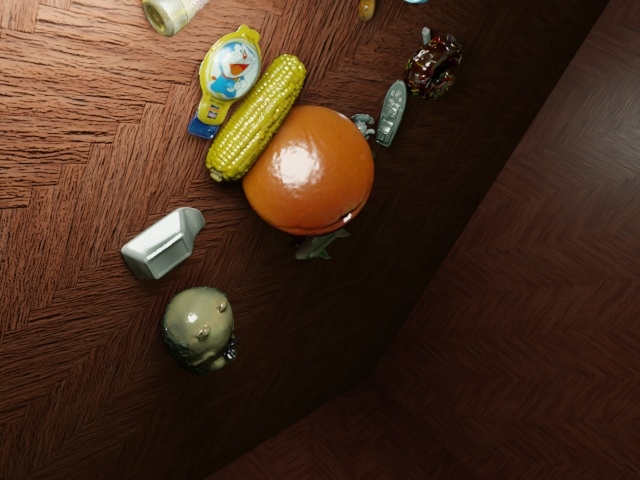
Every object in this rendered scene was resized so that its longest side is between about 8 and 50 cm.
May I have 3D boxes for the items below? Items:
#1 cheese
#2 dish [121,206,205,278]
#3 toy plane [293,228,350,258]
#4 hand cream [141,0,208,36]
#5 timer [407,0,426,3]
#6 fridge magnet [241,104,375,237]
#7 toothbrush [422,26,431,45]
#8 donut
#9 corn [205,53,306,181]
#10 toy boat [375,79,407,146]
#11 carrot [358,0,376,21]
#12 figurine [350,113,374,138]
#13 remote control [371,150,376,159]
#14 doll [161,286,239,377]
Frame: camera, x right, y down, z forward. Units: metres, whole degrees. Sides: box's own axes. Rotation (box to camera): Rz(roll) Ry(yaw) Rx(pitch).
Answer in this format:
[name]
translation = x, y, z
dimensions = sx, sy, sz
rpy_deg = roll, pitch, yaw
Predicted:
[cheese]
translation = -0.218, -0.357, 1.201
dimensions = 0.177, 0.069, 0.270
rpy_deg = 2, 123, -59
[dish]
translation = -0.401, 0.013, 1.410
dimensions = 0.234, 0.064, 0.154
rpy_deg = -41, 152, -21
[toy plane]
translation = -0.003, -0.003, 1.984
dimensions = 0.255, 0.101, 0.251
rpy_deg = -30, 148, -29
[hand cream]
translation = -0.242, -0.475, 1.012
dimensions = 0.203, 0.084, 0.084
rpy_deg = -45, 155, -25
[timer]
translation = 0.175, -0.688, 1.184
dimensions = 0.091, 0.250, 0.231
rpy_deg = -24, 143, -45
[fridge magnet]
translation = -0.034, -0.187, 1.426
dimensions = 0.363, 0.364, 0.155
rpy_deg = -48, 179, -5
[toothbrush]
translation = 0.391, -0.631, 1.860
dimensions = 0.030, 0.025, 0.342
rpy_deg = -48, 154, -1
[donut]
translation = 0.392, -0.582, 1.804
dimensions = 0.216, 0.096, 0.230
rpy_deg = -19, 151, -31
[corn]
translation = -0.160, -0.301, 1.316
dimensions = 0.363, 0.120, 0.120
rpy_deg = -54, 154, 5
[toy boat]
translation = 0.246, -0.438, 1.823
dimensions = 0.085, 0.078, 0.260
rpy_deg = -48, 161, -40
[carrot]
translation = 0.133, -0.671, 1.375
dimensions = 0.047, 0.047, 0.191
rpy_deg = -31, 148, -34
[figurine]
translation = 0.134, -0.366, 1.736
dimensions = 0.082, 0.095, 0.086
rpy_deg = 174, -73, -76
[remote control]
translation = 0.134, -0.308, 1.860
dimensions = 0.072, 0.042, 0.222
rpy_deg = -57, 152, 14
[doll]
translation = -0.371, 0.301, 1.647
dimensions = 0.247, 0.247, 0.349
rpy_deg = -31, 156, -34
